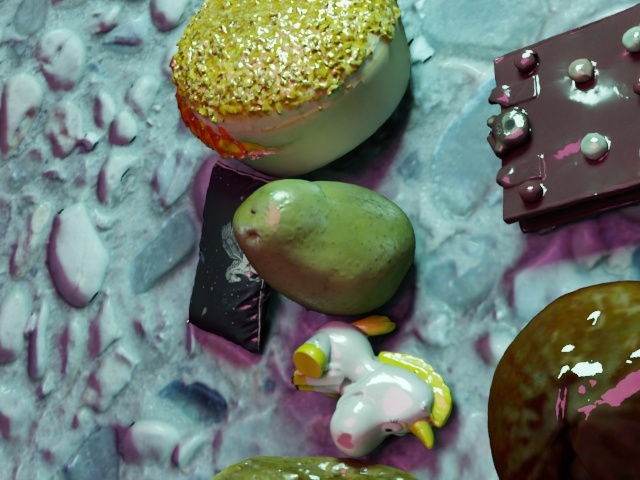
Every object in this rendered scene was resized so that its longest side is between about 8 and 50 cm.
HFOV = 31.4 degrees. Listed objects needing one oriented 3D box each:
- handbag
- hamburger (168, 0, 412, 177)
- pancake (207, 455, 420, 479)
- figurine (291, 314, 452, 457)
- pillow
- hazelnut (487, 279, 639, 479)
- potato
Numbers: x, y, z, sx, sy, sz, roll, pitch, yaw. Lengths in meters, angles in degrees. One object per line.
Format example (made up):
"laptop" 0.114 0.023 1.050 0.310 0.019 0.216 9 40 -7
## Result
"handbag" 0.271 -0.125 1.154 0.216 0.074 0.203 -15 61 31
"hamburger" -0.037 -0.213 1.324 0.294 0.179 0.276 -32 42 9
"pancake" 0.006 0.270 1.075 0.282 0.282 0.049 20 113 40
"figurine" 0.054 0.154 1.184 0.129 0.109 0.178 -34 54 -8
"pillow" -0.101 0.019 1.346 0.141 0.055 0.208 21 107 47
"hazelnut" 0.255 0.136 0.962 0.251 0.217 0.217 -25 57 26
"potato" 0.000 0.000 1.221 0.157 0.194 0.157 -26 53 40
